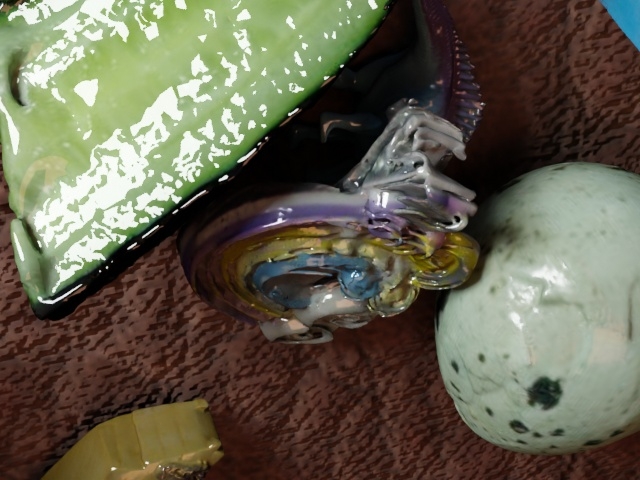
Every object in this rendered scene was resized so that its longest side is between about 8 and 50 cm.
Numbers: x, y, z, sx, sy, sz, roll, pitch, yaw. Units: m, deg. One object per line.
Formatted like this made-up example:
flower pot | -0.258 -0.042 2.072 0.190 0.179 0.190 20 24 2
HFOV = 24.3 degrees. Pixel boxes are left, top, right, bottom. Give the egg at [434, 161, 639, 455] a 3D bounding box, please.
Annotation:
egg | 0.114 0.040 0.704 0.131 0.131 0.164 5 131 -21

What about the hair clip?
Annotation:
hair clip | 0.000 0.000 0.657 0.116 0.049 0.172 26 142 -29

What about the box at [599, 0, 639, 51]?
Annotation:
box | 0.227 -0.151 0.626 0.194 0.073 0.139 -5 128 -13

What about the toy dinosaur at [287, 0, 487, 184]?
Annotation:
toy dinosaur | 0.031 -0.057 0.660 0.080 0.045 0.197 -4 136 -19

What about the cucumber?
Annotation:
cucumber | -0.060 -0.069 0.600 0.193 0.115 0.086 -39 171 8

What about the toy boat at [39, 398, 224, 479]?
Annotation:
toy boat | -0.119 0.158 0.772 0.077 0.057 0.200 26 115 -37
